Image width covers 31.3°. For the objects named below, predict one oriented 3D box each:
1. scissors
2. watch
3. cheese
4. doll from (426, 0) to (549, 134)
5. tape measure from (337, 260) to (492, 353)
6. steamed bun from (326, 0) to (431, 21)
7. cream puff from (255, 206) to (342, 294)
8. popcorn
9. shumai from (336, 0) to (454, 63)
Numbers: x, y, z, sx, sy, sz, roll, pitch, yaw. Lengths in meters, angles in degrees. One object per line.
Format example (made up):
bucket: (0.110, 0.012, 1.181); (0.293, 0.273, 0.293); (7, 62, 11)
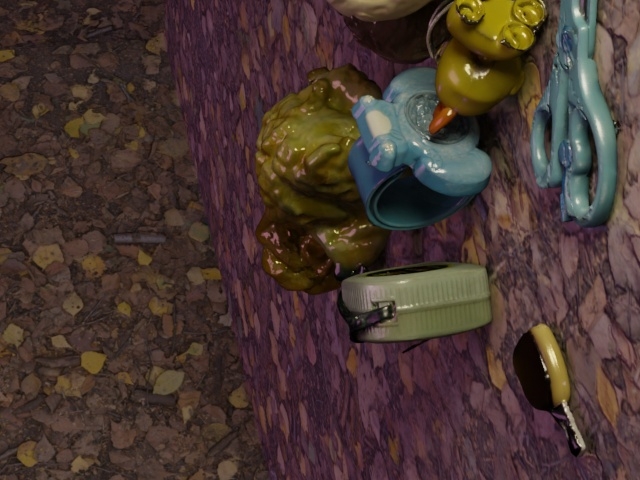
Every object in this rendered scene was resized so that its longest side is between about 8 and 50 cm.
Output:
scissors: (0.276, -0.202, 1.229); (0.180, 0.032, 0.393); (-129, 35, -62)
watch: (0.122, -0.104, 1.547); (0.193, 0.211, 0.211); (110, 149, -51)
cheese: (0.283, 0.186, 1.385); (0.086, 0.036, 0.162); (107, 152, -51)
doll: (0.184, -0.218, 1.383); (0.143, 0.135, 0.221); (-65, 3, -25)
tape measure: (0.119, 0.095, 1.638); (0.235, 0.207, 0.115); (180, 80, -73)
steamed bun: (0.125, -0.411, 1.362); (0.276, 0.203, 0.289); (-11, 76, 49)
cream puff: (-0.001, 0.006, 2.028); (0.194, 0.221, 0.195); (-36, 45, 47)
popcorn: (0.032, -0.129, 1.794); (0.293, 0.293, 0.237); (102, -167, -51)
shumai: (0.072, -0.349, 1.581); (0.184, 0.218, 0.185); (-58, 23, -20)
